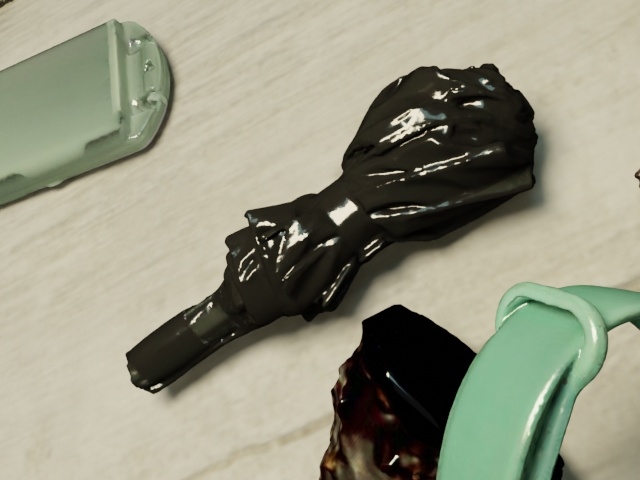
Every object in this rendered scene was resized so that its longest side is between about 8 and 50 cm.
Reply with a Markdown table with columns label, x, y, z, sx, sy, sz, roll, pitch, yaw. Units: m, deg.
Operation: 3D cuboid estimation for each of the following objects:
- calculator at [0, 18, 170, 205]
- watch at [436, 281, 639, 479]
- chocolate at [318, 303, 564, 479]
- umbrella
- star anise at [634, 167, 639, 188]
| label | x | y | z | sx | sy | sz | roll | pitch | yaw |
| --- | --- | --- | --- | --- | --- | --- | --- | --- | --- |
| calculator | -0.250 | -0.116 | 0.796 | 0.246 | 0.045 | 0.141 | -19 | 61 | 15 |
| watch | 0.142 | 0.126 | 0.414 | 0.195 | 0.237 | 0.068 | -16 | 17 | -23 |
| chocolate | 0.049 | 0.135 | 0.507 | 0.133 | 0.156 | 0.156 | -52 | 56 | 16 |
| umbrella | 0.000 | 0.000 | 0.605 | 0.340 | 0.118 | 0.118 | -36 | 57 | 10 |
| star anise | 0.295 | -0.062 | 0.518 | 0.195 | 0.065 | 0.182 | -2 | 62 | 28 |
